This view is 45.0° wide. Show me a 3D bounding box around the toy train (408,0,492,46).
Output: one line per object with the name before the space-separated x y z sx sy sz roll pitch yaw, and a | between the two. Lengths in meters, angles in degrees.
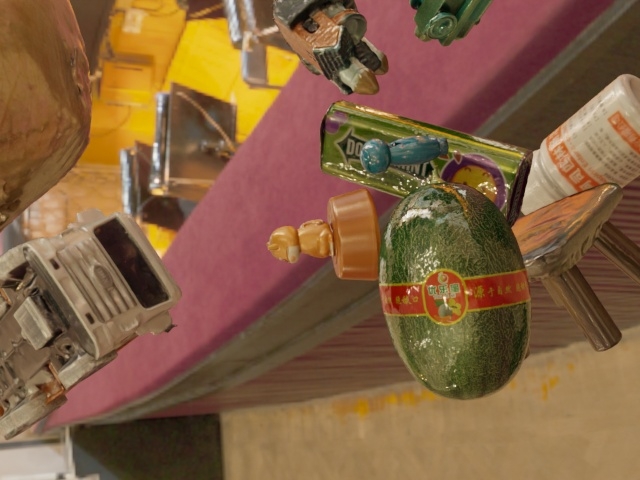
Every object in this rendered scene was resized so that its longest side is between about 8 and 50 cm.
toy train | 0.313 -0.529 1.589 0.298 0.194 0.120 -54 51 49

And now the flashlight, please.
flashlight | 0.118 -0.123 1.093 0.051 0.129 0.051 173 90 -81

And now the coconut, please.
coconut | -0.482 -0.167 0.998 0.404 0.405 0.404 -179 90 -66

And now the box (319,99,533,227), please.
box | 0.162 -0.128 1.271 0.345 0.097 0.134 21 123 24

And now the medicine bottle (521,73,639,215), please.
medicine bottle | 0.643 -0.200 1.839 0.371 0.211 0.211 -44 48 38

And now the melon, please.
melon | 0.161 0.051 0.945 0.182 0.182 0.287 -18 84 65

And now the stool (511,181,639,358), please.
stool | 0.455 0.071 1.499 0.226 0.310 0.310 57 145 -4

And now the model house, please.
model house | 0.060 -0.426 1.719 0.291 0.184 0.253 51 180 27

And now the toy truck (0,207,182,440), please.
toy truck | -0.328 0.106 0.999 0.387 0.207 0.173 -35 88 47

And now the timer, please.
timer | 0.000 0.000 1.090 0.132 0.152 0.132 173 90 -85
